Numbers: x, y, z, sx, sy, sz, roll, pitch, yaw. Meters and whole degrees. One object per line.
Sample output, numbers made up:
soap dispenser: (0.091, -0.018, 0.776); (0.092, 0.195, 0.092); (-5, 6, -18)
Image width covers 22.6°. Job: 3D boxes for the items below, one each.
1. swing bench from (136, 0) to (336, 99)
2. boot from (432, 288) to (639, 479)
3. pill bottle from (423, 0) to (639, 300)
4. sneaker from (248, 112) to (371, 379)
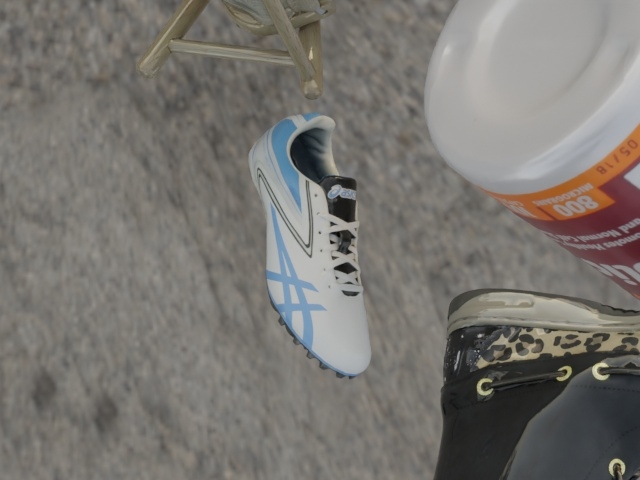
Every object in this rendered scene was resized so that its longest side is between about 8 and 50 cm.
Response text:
swing bench: (-0.071, -0.286, 1.244); (0.165, 0.253, 0.255); (9, 68, 19)
boot: (0.166, 0.127, 0.863); (0.236, 0.179, 0.085); (8, 154, 19)
pill bottle: (0.284, -0.064, 1.253); (0.392, 0.224, 0.224); (31, 103, -37)
sneaker: (0.000, 0.000, 1.348); (0.085, 0.237, 0.086); (8, 149, -45)
